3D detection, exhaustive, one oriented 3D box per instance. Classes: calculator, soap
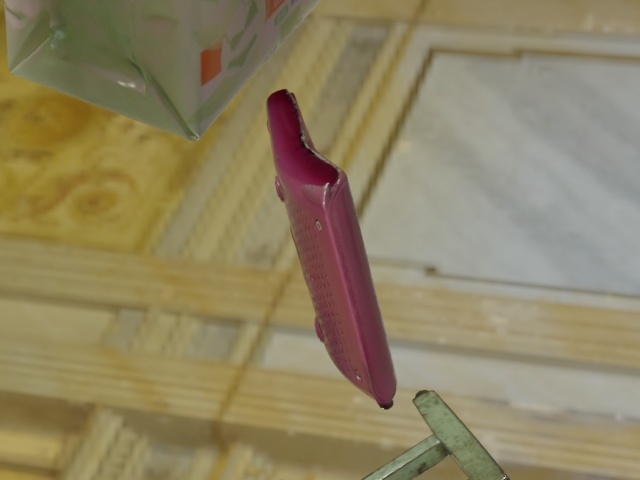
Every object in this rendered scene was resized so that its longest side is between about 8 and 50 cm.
[{"bbox_3d":[0.000,0.000,0.952,0.190,0.034,0.126,-115,8,-68],"label":"calculator"},{"bbox_3d":[-0.081,-0.193,1.037,0.199,0.138,0.182,-52,-23,-37],"label":"soap"}]

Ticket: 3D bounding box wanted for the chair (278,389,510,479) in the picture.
[{"bbox_3d":[0.088,0.230,1.111,0.147,0.136,0.270,61,176,-29],"label":"chair"}]
